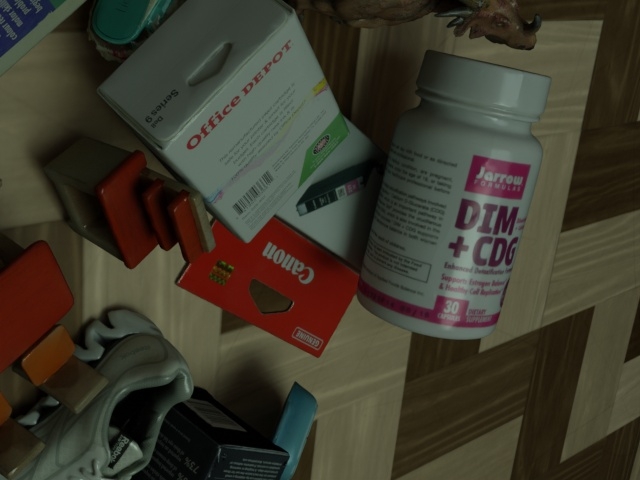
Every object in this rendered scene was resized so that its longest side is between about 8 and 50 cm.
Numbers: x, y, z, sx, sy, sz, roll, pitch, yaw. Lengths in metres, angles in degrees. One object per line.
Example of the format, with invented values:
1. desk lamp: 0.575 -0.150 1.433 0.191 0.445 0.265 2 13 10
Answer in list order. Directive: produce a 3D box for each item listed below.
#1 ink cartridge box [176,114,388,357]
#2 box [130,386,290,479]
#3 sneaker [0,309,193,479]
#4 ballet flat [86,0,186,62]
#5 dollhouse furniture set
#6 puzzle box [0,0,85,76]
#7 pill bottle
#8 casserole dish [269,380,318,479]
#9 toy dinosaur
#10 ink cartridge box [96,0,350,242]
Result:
1. ink cartridge box: 0.000 0.000 1.015 0.275 0.060 0.239 34 82 -48
2. box: -0.152 0.268 0.921 0.108 0.153 0.207 23 94 -48
3. sneaker: -0.231 0.203 0.838 0.292 0.118 0.110 -54 139 -9
4. ballet flat: -0.121 -0.256 0.767 0.241 0.091 0.077 -59 168 0
5. dollhouse furniture set: -0.222 0.037 0.712 0.259 0.135 0.262 -47 148 -29
6. puzzle box: -0.345 -0.241 0.555 0.272 0.052 0.409 -48 136 -18
7. pill bottle: 0.144 -0.051 0.972 0.160 0.160 0.283 -2 109 -45
8. casserole dish: -0.038 0.226 1.022 0.188 0.037 0.114 107 4 -69
9. toy dinosaur: 0.070 -0.249 0.857 0.296 0.200 0.127 -13 118 -41
10. ink cartridge box: -0.074 -0.112 0.799 0.154 0.093 0.212 -47 158 -6
